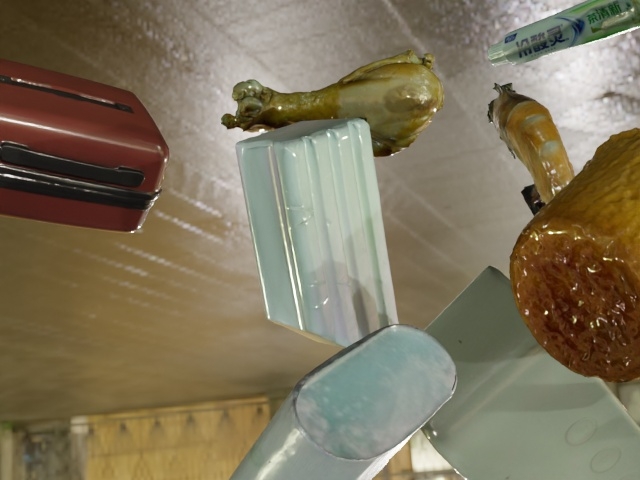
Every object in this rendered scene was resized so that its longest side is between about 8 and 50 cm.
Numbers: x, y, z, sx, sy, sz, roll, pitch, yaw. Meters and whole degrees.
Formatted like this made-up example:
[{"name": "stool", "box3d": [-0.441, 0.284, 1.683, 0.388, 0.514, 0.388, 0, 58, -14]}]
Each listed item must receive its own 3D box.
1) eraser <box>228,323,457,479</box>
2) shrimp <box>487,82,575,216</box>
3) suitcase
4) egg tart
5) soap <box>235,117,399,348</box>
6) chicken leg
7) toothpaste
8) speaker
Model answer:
[{"name": "eraser", "box3d": [-0.006, 0.178, 0.760, 0.174, 0.081, 0.227, -29, 157, -51]}, {"name": "shrimp", "box3d": [0.355, -0.128, 1.639, 0.085, 0.445, 0.272, -18, 120, 4]}, {"name": "suitcase", "box3d": [-0.376, -0.133, 1.371, 0.297, 0.236, 0.161, 11, 116, -33]}, {"name": "egg tart", "box3d": [0.269, 0.022, 0.843, 0.171, 0.215, 0.215, -28, 177, -30]}, {"name": "soap", "box3d": [0.000, 0.000, 1.235, 0.095, 0.290, 0.173, 2, -162, 39]}, {"name": "chicken leg", "box3d": [0.025, -0.254, 1.865, 0.429, 0.201, 0.153, -2, -155, -8]}, {"name": "toothpaste", "box3d": [0.347, -0.289, 1.338, 0.297, 0.075, 0.048, -11, -153, 51]}, {"name": "speaker", "box3d": [0.260, 0.229, 1.177, 0.184, 0.183, 0.406, -42, 126, 2]}]
